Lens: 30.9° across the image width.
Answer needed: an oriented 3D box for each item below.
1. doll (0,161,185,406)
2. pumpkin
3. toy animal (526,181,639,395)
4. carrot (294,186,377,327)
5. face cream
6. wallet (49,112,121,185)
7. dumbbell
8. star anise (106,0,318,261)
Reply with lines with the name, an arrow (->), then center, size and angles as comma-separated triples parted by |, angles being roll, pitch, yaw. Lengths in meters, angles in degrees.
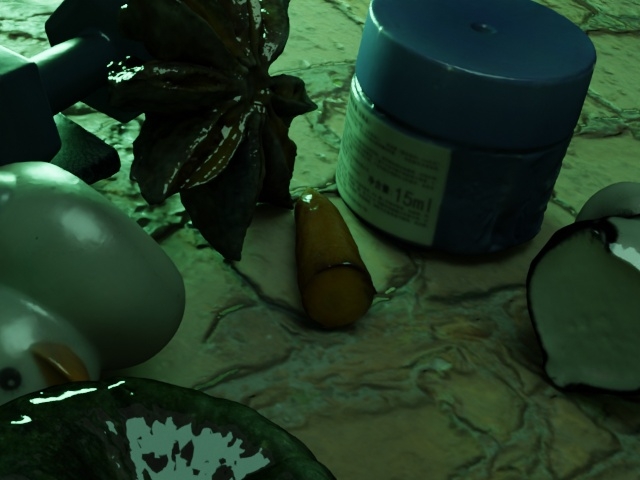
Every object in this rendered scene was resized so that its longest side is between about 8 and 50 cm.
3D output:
doll -> -0.230, 0.061, 0.925 | 0.221, 0.221, 0.251 | -13, 23, -34
pumpkin -> -0.115, 0.212, 0.721 | 0.300, 0.207, 0.300 | 10, 37, -8
toy animal -> 0.319, 0.038, 1.151 | 0.187, 0.165, 0.235 | 44, 42, 14
carrot -> 0.000, 0.000, 1.168 | 0.072, 0.072, 0.205 | 5, 32, -16
face cream -> 0.151, -0.135, 1.267 | 0.248, 0.225, 0.249 | 9, 35, -6
wallet -> -0.377, -0.055, 1.100 | 0.190, 0.046, 0.379 | 34, 37, 18
dumbbell -> -0.261, -0.155, 1.127 | 0.144, 0.160, 0.325 | -1, 24, 26
star anise -> -0.106, -0.144, 1.154 | 0.117, 0.332, 0.331 | 1, 26, 33
